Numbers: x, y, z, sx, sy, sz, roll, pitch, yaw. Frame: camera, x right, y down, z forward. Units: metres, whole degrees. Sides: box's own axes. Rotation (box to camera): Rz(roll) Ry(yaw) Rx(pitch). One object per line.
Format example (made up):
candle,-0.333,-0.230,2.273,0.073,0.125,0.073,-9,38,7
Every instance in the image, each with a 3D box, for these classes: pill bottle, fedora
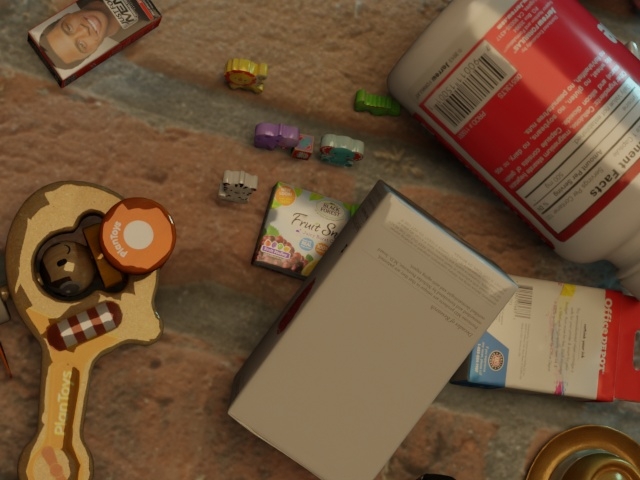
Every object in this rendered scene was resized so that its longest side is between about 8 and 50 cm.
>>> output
pill bottle,0.292,-0.124,1.720,0.407,0.229,0.229,44,75,0
fedora,0.332,0.315,1.754,0.194,0.079,0.194,2,82,-12

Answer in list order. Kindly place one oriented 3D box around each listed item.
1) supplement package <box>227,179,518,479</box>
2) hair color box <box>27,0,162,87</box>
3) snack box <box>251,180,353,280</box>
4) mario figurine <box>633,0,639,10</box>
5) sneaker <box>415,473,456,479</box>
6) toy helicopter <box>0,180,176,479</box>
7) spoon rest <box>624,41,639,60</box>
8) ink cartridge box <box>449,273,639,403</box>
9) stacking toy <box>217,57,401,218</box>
supplement package,0.052,0.104,1.630,0.175,0.177,0.293,36,95,-5
hair color box,-0.262,-0.246,1.721,0.141,0.043,0.072,-36,92,-14
snack box,0.000,0.000,1.746,0.141,0.037,0.100,17,77,-8
mario figurine,0.374,-0.389,1.790,0.320,0.170,0.198,10,68,-36
sneaker,0.108,0.343,1.696,0.293,0.102,0.146,-3,79,-18
toy helicopter,-0.291,0.110,1.618,0.234,0.140,0.355,6,83,-10
spoon rest,0.481,-0.210,1.875,0.276,0.084,0.137,1,83,-26
ink cartridge box,0.280,0.120,1.771,0.231,0.078,0.134,9,80,-11
stacking toy,-0.012,-0.115,1.732,0.221,0.052,0.167,10,65,-12
